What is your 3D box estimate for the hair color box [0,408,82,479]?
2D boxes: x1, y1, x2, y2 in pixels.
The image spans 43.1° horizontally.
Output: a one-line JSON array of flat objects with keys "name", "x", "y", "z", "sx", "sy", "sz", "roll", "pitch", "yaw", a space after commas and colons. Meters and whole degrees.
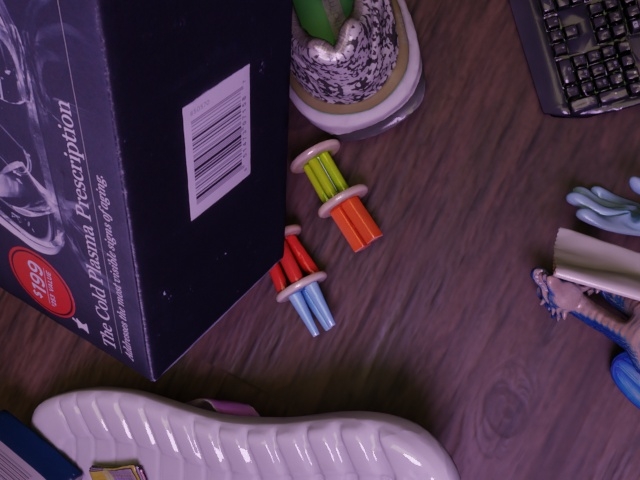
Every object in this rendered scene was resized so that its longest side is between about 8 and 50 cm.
[{"name": "hair color box", "x": -0.362, "y": 0.326, "z": 0.683, "sx": 0.105, "sy": 0.174, "sz": 0.347, "roll": 36, "pitch": 102, "yaw": 9}]

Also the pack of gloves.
[{"name": "pack of gloves", "x": 0.301, "y": 0.005, "z": 0.618, "sx": 0.232, "sy": 0.195, "sz": 0.046, "roll": 18, "pitch": 116, "yaw": 11}]

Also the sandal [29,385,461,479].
[{"name": "sandal", "x": -0.073, "y": 0.203, "z": 0.709, "sx": 0.416, "sy": 0.102, "sz": 0.169, "roll": 1, "pitch": 104, "yaw": 26}]

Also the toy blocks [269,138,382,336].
[{"name": "toy blocks", "x": 0.000, "y": 0.000, "z": 0.737, "sx": 0.123, "sy": 0.054, "sz": 0.148, "roll": -30, "pitch": 81, "yaw": 6}]

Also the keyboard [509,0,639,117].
[{"name": "keyboard", "x": 0.262, "y": -0.277, "z": 0.730, "sx": 0.202, "sy": 0.033, "sz": 0.317, "roll": -15, "pitch": 84, "yaw": 8}]

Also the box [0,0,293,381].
[{"name": "box", "x": -0.198, "y": -0.121, "z": 0.600, "sx": 0.313, "sy": 0.343, "sz": 0.179, "roll": 26, "pitch": 47, "yaw": 23}]

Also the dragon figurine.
[{"name": "dragon figurine", "x": 0.299, "y": 0.111, "z": 0.661, "sx": 0.289, "sy": 0.144, "sz": 0.085, "roll": 44, "pitch": 92, "yaw": -9}]

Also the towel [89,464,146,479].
[{"name": "towel", "x": -0.168, "y": 0.231, "z": 0.700, "sx": 0.060, "sy": 0.009, "sz": 0.083, "roll": -9, "pitch": 102, "yaw": 29}]

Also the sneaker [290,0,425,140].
[{"name": "sneaker", "x": -0.026, "y": -0.295, "z": 0.702, "sx": 0.158, "sy": 0.182, "sz": 0.410, "roll": -26, "pitch": 81, "yaw": 7}]
